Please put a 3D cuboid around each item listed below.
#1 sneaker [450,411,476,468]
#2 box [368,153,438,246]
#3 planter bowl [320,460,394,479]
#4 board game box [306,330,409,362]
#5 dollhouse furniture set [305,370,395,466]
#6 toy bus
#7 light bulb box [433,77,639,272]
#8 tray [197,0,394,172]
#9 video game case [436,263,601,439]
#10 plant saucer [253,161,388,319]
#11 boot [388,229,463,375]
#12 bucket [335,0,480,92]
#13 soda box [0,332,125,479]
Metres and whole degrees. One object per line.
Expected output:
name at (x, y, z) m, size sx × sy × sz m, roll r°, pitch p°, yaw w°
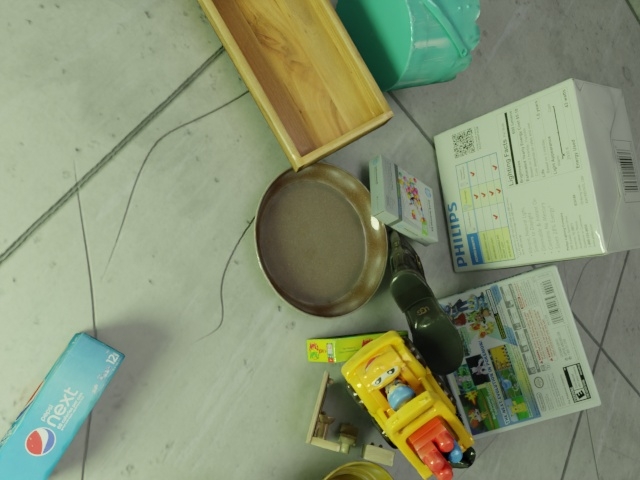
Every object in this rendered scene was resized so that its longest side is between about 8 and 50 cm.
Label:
sneaker at (0.220, 0.347, 1.054) m, size 0.109 × 0.130 × 0.286 m, roll -44°, pitch 105°, yaw -30°
box at (0.182, -0.084, 1.127) m, size 0.186 × 0.038 × 0.145 m, roll 27°, pitch 51°, yaw -38°
planter bowl at (0.035, 0.495, 0.922) m, size 0.217 × 0.090 × 0.216 m, roll 5°, pitch 81°, yaw -31°
board game box at (0.074, 0.204, 1.004) m, size 0.182 × 0.092 × 0.043 m, roll 1°, pitch 80°, yaw -34°
dollhouse furniture set at (0.065, 0.326, 0.944) m, size 0.152 × 0.144 × 0.123 m, roll 13°, pitch 70°, yaw 6°
toy bus at (0.156, 0.294, 0.879) m, size 0.150 × 0.211 × 0.220 m, roll -36°, pitch 108°, yaw 1°
light bulb box at (0.489, -0.124, 1.182) m, size 0.226 × 0.361 × 0.357 m, roll -4°, pitch 84°, yaw -36°
tray at (-0.058, -0.355, 0.959) m, size 0.203 × 0.076 × 0.410 m, roll -30°, pitch 91°, yaw -8°
video game case at (0.422, 0.251, 1.152) m, size 0.300 × 0.036 × 0.328 m, roll -19°, pitch 93°, yaw 8°
plant saucer at (0.000, 0.000, 1.019) m, size 0.311 × 0.050 × 0.310 m, roll 8°, pitch 76°, yaw -34°
boot at (0.208, 0.116, 1.060) m, size 0.229 × 0.091 × 0.262 m, roll -72°, pitch 138°, yaw -71°
bucket at (0.172, -0.450, 1.093) m, size 0.183 × 0.281 × 0.280 m, roll -23°, pitch 94°, yaw -31°
soda box at (-0.366, 0.235, 0.715) m, size 0.071 × 0.067 × 0.210 m, roll 38°, pitch 62°, yaw -22°
